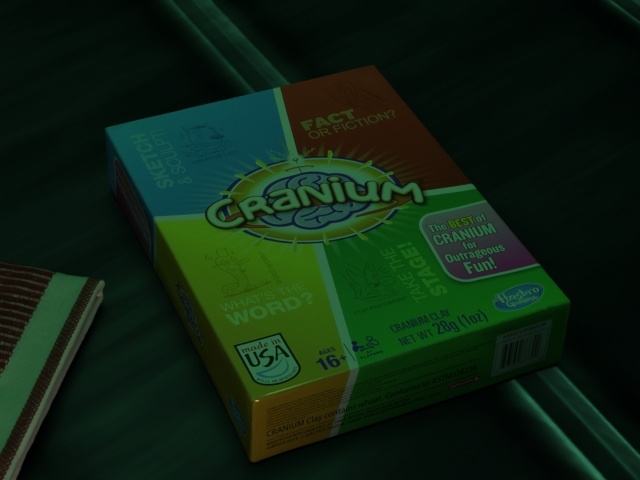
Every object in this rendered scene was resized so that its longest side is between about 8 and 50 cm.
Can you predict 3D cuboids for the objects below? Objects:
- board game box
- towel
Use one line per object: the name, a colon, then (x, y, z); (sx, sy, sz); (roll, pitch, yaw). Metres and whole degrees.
board game box: (0.000, 0.000, 1.044); (0.242, 0.064, 0.316); (-16, 44, -19)
towel: (-0.341, 0.083, 0.962); (0.329, 0.037, 0.237); (9, 41, 7)
